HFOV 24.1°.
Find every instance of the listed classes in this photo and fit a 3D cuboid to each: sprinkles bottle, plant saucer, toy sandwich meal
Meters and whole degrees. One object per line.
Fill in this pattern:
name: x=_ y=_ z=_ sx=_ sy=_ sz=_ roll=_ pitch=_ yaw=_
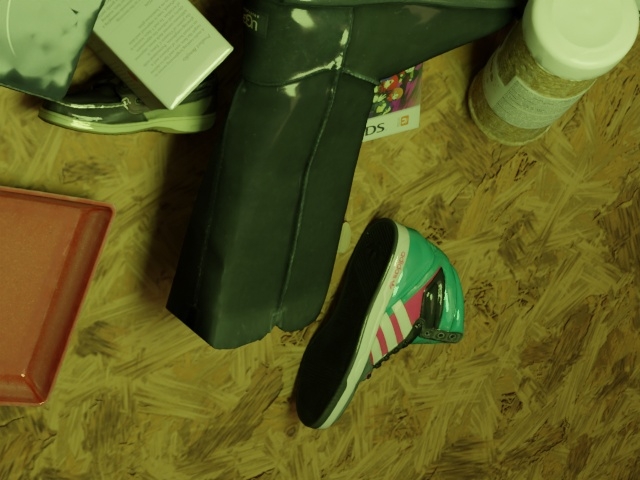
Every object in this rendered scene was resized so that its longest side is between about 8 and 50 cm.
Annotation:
sprinkles bottle: x=0.267 y=-0.209 z=1.777 sx=0.121 sy=0.121 sz=0.355 roll=-41 pitch=176 yaw=-12
plant saucer: x=-0.376 y=0.053 z=1.621 sx=0.258 sy=0.047 sz=0.259 roll=9 pitch=109 yaw=-41
toy sandwich meal: x=0.000 y=0.000 z=1.896 sx=0.085 sy=0.029 sz=0.086 roll=-19 pitch=126 yaw=-29

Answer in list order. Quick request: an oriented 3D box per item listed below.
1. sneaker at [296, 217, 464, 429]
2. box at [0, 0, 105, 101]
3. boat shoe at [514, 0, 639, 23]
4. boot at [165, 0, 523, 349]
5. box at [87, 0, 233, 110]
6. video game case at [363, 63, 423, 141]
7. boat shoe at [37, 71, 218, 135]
sneaker: x=0.094 y=0.127 z=1.989 sx=0.178 sy=0.124 sz=0.296 roll=19 pitch=102 yaw=-33
box: x=-0.362 y=-0.424 z=1.174 sx=0.480 sy=0.297 sz=0.472 roll=16 pitch=106 yaw=-42
boat shoe: x=0.303 y=-0.296 z=1.893 sx=0.335 sy=0.121 sz=0.119 roll=6 pitch=107 yaw=-42
boot: x=0.030 y=-0.104 z=1.717 sx=0.367 sy=0.146 sz=0.445 roll=-4 pitch=117 yaw=-33
box: x=-0.187 y=-0.220 z=1.504 sx=0.091 sy=0.130 sz=0.170 roll=-46 pitch=104 yaw=-7
video game case: x=0.032 y=-0.221 z=1.781 sx=0.210 sy=0.042 sz=0.232 roll=-16 pitch=124 yaw=-31
boat shoe: x=-0.203 y=-0.156 z=1.616 sx=0.223 sy=0.080 sz=0.073 roll=-4 pitch=112 yaw=-42
